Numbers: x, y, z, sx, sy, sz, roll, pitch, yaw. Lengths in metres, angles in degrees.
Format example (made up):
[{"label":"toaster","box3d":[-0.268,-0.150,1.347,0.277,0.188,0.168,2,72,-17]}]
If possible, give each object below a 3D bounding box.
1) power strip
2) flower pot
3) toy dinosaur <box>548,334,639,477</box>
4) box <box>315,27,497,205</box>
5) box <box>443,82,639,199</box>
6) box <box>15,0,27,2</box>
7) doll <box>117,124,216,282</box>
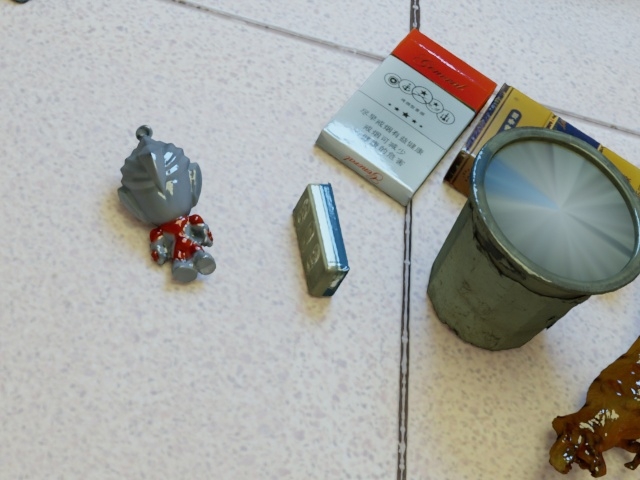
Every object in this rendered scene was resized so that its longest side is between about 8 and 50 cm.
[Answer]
[{"label":"power strip","box3d":[0.000,0.000,1.544,0.032,0.056,0.123,3,55,-23]},{"label":"flower pot","box3d":[0.224,0.020,1.527,0.212,0.203,0.212,12,50,-14]},{"label":"toy dinosaur","box3d":[0.403,0.159,1.574,0.208,0.097,0.432,31,45,14]},{"label":"box","box3d":[0.110,-0.157,1.721,0.139,0.035,0.245,34,50,5]},{"label":"box","box3d":[0.286,-0.072,1.713,0.237,0.070,0.152,35,50,2]},{"label":"box","box3d":[-0.365,-0.337,1.644,0.099,0.054,0.074,34,51,4]},{"label":"doll","box3d":[-0.165,-0.040,1.499,0.094,0.079,0.180,-20,77,-7]}]
